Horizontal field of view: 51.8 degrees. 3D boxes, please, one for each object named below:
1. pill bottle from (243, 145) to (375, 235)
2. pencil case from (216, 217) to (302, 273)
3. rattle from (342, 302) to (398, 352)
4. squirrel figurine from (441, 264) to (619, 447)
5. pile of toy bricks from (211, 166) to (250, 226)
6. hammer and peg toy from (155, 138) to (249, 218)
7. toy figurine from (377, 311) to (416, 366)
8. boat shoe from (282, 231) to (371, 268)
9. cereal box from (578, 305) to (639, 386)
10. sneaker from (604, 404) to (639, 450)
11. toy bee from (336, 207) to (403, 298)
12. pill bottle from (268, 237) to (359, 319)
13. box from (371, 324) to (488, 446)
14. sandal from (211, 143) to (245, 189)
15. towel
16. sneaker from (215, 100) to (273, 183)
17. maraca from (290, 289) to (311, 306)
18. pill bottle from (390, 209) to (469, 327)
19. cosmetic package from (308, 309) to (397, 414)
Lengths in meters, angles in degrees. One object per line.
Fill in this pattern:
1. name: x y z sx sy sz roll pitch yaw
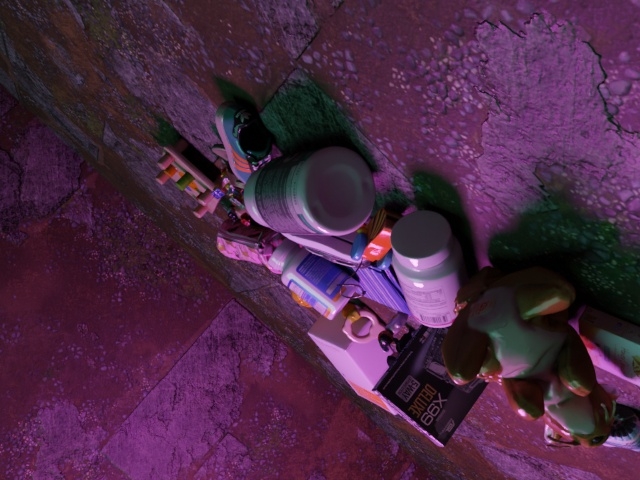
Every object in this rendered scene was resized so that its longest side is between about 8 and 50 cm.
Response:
1. pill bottle: -0.043 -0.115 1.623 0.204 0.204 0.361 48 159 -22
2. pencil case: -0.223 0.014 2.323 0.386 0.160 0.167 13 133 55
3. rattle: 0.172 0.313 2.363 0.200 0.130 0.143 21 171 -10
4. squirrel figurine: 0.454 0.247 1.393 0.370 0.281 0.397 44 -174 -13
5. pile of toy bricks: -0.275 -0.151 2.176 0.212 0.118 0.105 41 -157 -34
6. hammer and peg toy: -0.416 -0.173 2.314 0.361 0.127 0.266 42 161 -5
7. toy figurine: 0.293 0.339 2.081 0.213 0.148 0.209 24 155 40
8. boat shoe: 0.000 0.000 1.922 0.335 0.121 0.119 28 153 26
9. cereal box: 0.649 0.239 1.340 0.240 0.047 0.173 26 155 38
10. sneaker: 0.699 0.479 1.695 0.122 0.110 0.283 45 161 -24
11. toy bee: 0.120 -0.004 1.675 0.195 0.162 0.298 33 134 -27
12. pill bottle: -0.026 0.111 2.082 0.272 0.152 0.152 38 161 8
13. box: 0.331 0.380 1.857 0.242 0.307 0.076 40 165 3
14. sandal: -0.214 -0.176 1.989 0.303 0.086 0.120 47 160 -19
15. towel: 0.139 0.115 2.065 0.336 0.040 0.243 20 154 49
16. sneaker: -0.181 -0.233 1.771 0.121 0.108 0.302 32 158 36
17. maraca: -0.023 0.202 2.465 0.186 0.099 0.127 9 162 11
18. pill bottle: 0.257 0.068 1.531 0.160 0.160 0.283 27 156 35
19. cosmetic package: 0.170 0.467 2.580 0.230 0.161 0.453 17 150 49
